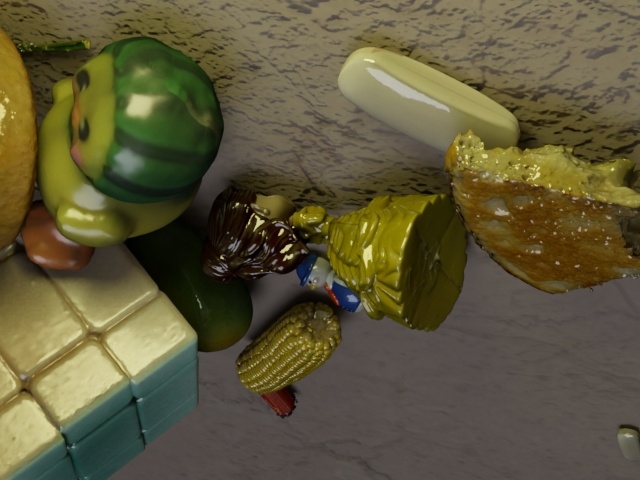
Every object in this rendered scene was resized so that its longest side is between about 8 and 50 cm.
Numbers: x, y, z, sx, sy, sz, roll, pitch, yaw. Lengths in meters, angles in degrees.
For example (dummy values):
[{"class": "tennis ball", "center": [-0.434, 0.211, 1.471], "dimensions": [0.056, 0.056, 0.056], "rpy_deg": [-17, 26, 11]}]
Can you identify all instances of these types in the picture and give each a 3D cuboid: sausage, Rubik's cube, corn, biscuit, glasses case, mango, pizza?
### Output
[{"class": "sausage", "center": [-0.089, 0.229, 1.983], "dimensions": [0.048, 0.050, 0.145], "rpy_deg": [-7, 138, 30]}, {"class": "Rubik's cube", "center": [-0.375, 0.154, 1.653], "dimensions": [0.319, 0.316, 0.322], "rpy_deg": [49, 162, 15]}, {"class": "corn", "center": [-0.048, 0.162, 1.818], "dimensions": [0.093, 0.093, 0.244], "rpy_deg": [28, 150, -12]}, {"class": "biscuit", "center": [-0.410, -0.114, 1.456], "dimensions": [0.102, 0.297, 0.296], "rpy_deg": [-2, 164, -37]}, {"class": "glasses case", "center": [0.454, 0.299, 1.802], "dimensions": [0.032, 0.021, 0.083], "rpy_deg": [1, 143, 27]}, {"class": "mango", "center": [-0.191, 0.062, 1.727], "dimensions": [0.156, 0.114, 0.251], "rpy_deg": [7, 148, 40]}, {"class": "glasses case", "center": [0.115, -0.141, 1.302], "dimensions": [0.204, 0.051, 0.081], "rpy_deg": [26, 145, -12]}, {"class": "pizza", "center": [0.263, -0.032, 1.328], "dimensions": [0.223, 0.090, 0.323], "rpy_deg": [-1, 154, 29]}]

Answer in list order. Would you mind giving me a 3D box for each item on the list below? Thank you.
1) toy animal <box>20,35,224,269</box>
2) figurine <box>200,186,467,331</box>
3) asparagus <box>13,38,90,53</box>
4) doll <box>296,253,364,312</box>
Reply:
[{"class": "toy animal", "center": [-0.226, -0.103, 1.437], "dimensions": [0.191, 0.216, 0.338], "rpy_deg": [6, 154, -32]}, {"class": "figurine", "center": [0.001, -0.004, 1.515], "dimensions": [0.315, 0.168, 0.187], "rpy_deg": [14, -172, 29]}, {"class": "asparagus", "center": [-0.319, -0.229, 1.456], "dimensions": [0.114, 0.014, 0.015], "rpy_deg": [1, 110, 27]}, {"class": "doll", "center": [0.023, 0.058, 1.657], "dimensions": [0.142, 0.058, 0.099], "rpy_deg": [28, 163, -2]}]
